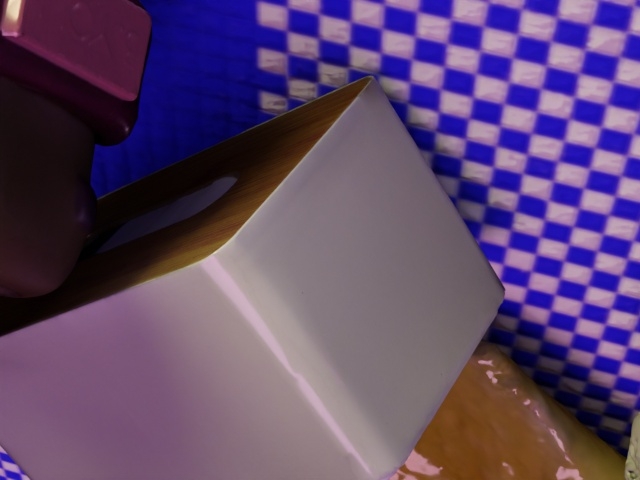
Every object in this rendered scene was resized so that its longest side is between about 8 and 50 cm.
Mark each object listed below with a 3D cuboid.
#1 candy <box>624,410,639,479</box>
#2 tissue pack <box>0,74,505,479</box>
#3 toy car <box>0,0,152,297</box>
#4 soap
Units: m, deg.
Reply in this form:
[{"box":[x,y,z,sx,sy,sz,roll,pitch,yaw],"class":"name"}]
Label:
[{"box":[0.293,0.142,0.694,0.295,0.185,0.295,11,138,10],"class":"candy"},{"box":[-0.055,0.044,0.729,0.246,0.159,0.136,-19,112,42],"class":"tissue pack"},{"box":[-0.251,-0.031,0.618,0.340,0.240,0.271,3,169,28],"class":"toy car"},{"box":[0.132,0.224,0.940,0.427,0.115,0.306,40,137,-25],"class":"soap"}]
